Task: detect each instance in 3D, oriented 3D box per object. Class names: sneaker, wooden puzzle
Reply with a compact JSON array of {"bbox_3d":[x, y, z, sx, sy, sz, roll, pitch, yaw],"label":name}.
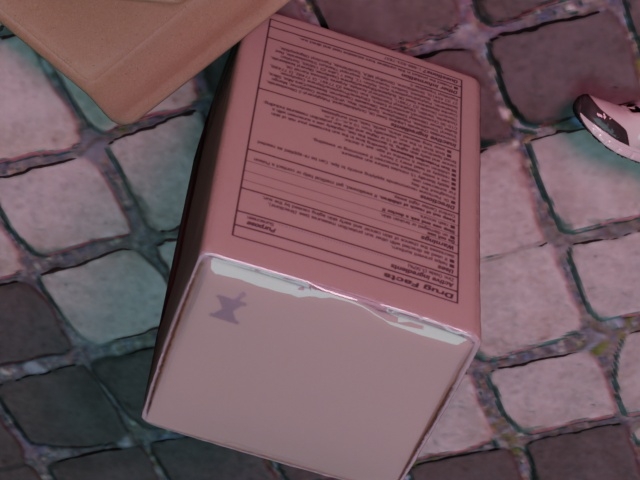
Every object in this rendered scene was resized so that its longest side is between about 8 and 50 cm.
[{"bbox_3d":[0.197,-0.064,1.049,0.109,0.040,0.044,23,112,-18],"label":"sneaker"},{"bbox_3d":[-0.120,-0.199,0.964,0.221,0.044,0.238,-35,114,30],"label":"wooden puzzle"}]

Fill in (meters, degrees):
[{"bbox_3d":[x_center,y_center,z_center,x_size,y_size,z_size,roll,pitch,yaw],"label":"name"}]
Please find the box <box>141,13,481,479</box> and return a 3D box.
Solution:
[{"bbox_3d":[0.000,0.000,0.989,0.148,0.232,0.127,17,129,-8],"label":"box"}]
